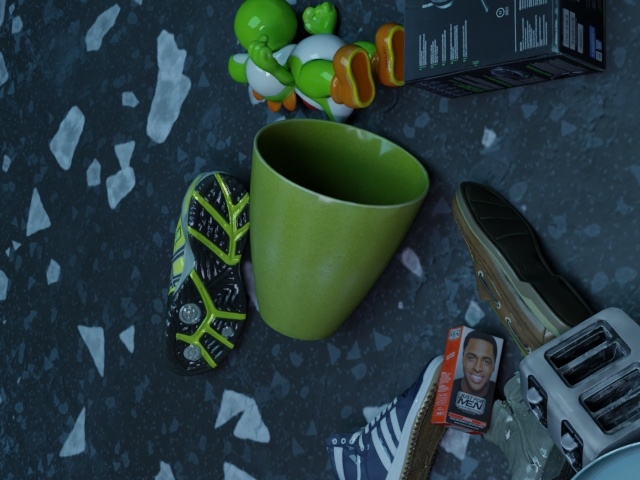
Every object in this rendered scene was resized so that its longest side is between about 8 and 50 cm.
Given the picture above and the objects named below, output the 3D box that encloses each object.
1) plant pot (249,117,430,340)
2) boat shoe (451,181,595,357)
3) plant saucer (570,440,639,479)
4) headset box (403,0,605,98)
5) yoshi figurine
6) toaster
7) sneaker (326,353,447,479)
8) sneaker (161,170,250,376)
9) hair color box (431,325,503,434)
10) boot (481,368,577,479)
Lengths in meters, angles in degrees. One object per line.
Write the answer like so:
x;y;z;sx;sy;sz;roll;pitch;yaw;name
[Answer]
0.000;0.000;1.637;0.275;0.275;0.293;41;128;38;plant pot
0.258;0.048;1.467;0.104;0.111;0.307;-61;41;36;boat shoe
0.429;0.364;1.227;0.317;0.044;0.317;6;111;16;plant saucer
0.253;-0.350;1.507;0.283;0.131;0.246;-5;82;42;headset box
-0.033;-0.329;1.741;0.362;0.203;0.203;13;77;45;yoshi figurine
0.365;0.196;1.311;0.185;0.110;0.168;-29;51;-4;toaster
0.106;0.281;1.587;0.153;0.099;0.282;28;107;39;sneaker
-0.205;0.060;1.900;0.147;0.145;0.385;-139;61;-71;sneaker
0.211;0.200;1.490;0.043;0.072;0.141;-25;49;64;hair color box
0.280;0.313;1.453;0.161;0.083;0.246;42;111;49;boot
